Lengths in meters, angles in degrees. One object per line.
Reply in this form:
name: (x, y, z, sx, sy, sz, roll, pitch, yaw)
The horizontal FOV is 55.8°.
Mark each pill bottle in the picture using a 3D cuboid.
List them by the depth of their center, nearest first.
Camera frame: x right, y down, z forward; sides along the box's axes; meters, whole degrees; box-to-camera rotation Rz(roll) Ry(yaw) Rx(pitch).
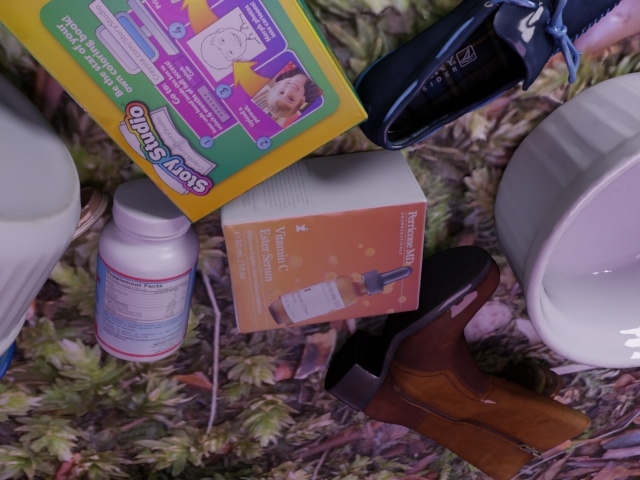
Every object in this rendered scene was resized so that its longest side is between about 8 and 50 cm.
pill bottle: (-0.157, 0.028, 0.549, 0.087, 0.087, 0.160, 6, 125, -15)

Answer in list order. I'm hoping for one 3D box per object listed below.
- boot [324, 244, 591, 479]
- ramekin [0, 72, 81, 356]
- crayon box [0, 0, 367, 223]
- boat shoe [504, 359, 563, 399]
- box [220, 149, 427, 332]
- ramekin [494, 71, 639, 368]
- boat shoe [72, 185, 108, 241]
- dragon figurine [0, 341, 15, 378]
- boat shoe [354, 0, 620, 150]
boot: (0.185, 0.155, 0.662, 0.281, 0.096, 0.264, 30, 118, -12)
ramekin: (-0.273, -0.043, 0.360, 0.127, 0.273, 0.273, -43, 123, 14)
crayon box: (-0.107, -0.160, 0.419, 0.165, 0.081, 0.278, -29, 127, 12)
boat shoe: (0.254, 0.235, 0.800, 0.060, 0.064, 0.178, 18, 119, -20)
box: (0.000, 0.000, 0.555, 0.171, 0.091, 0.130, -7, 128, -5)
ramekin: (0.303, -0.021, 0.569, 0.277, 0.135, 0.277, -5, 127, -7)
boat shoe: (-0.249, -0.016, 0.521, 0.135, 0.050, 0.045, -24, 133, 8)
dragon figurine: (-0.353, 0.125, 0.586, 0.085, 0.144, 0.289, 17, 103, -20)
boat shoe: (0.149, -0.147, 0.472, 0.258, 0.089, 0.109, -38, 125, 17)
